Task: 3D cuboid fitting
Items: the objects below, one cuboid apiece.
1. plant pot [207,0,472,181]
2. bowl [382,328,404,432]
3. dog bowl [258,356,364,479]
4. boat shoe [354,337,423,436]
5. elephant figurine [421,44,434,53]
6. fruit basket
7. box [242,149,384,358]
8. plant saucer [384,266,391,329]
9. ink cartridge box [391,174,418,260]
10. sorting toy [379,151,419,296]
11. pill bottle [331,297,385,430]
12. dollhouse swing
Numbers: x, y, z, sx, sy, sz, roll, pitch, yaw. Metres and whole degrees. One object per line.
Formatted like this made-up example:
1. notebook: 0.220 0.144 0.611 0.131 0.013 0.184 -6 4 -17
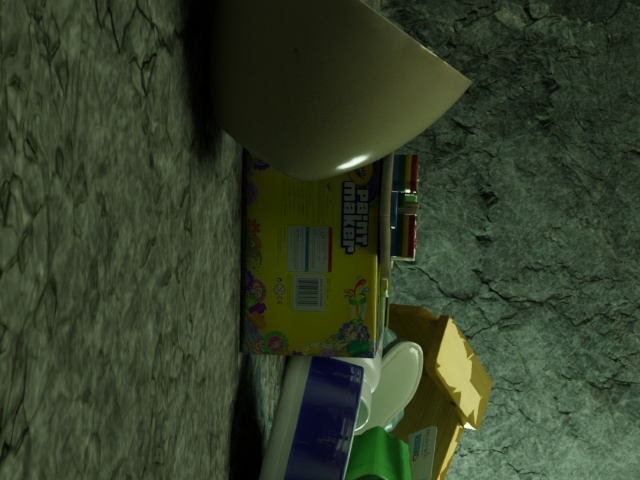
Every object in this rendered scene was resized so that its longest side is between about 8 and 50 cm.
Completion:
1. plant pot: -0.009 -0.175 1.069 0.191 0.284 0.284 -55 -179 12
2. bowl: 0.082 0.285 2.076 0.311 0.163 0.311 175 -90 -88
3. dog bowl: -0.020 0.286 1.362 0.265 0.104 0.264 14 90 -89
4. boat shoe: 0.092 0.306 1.888 0.305 0.109 0.091 -64 -154 13
5. elephant figurine: 0.102 -0.343 1.965 0.169 0.240 0.185 78 14 -65
6. fruit basket: 0.046 0.473 1.490 0.165 0.327 0.353 34 41 -31
7. box: 0.000 0.000 1.412 0.279 0.177 0.289 -29 120 -84
8. plant saucer: 0.049 0.084 2.028 0.045 0.188 0.188 -47 -152 45
9. ink cartridge box: 0.043 -0.050 1.596 0.092 0.220 0.160 12 81 -86
10. sorting toy: 0.103 -0.034 1.303 0.274 0.046 0.132 85 9 -51
11. pill bottle: 0.030 0.191 1.792 0.283 0.161 0.160 -82 171 -46
12. dollhouse swing: 0.143 0.354 2.232 0.305 0.347 0.315 -51 123 -27
